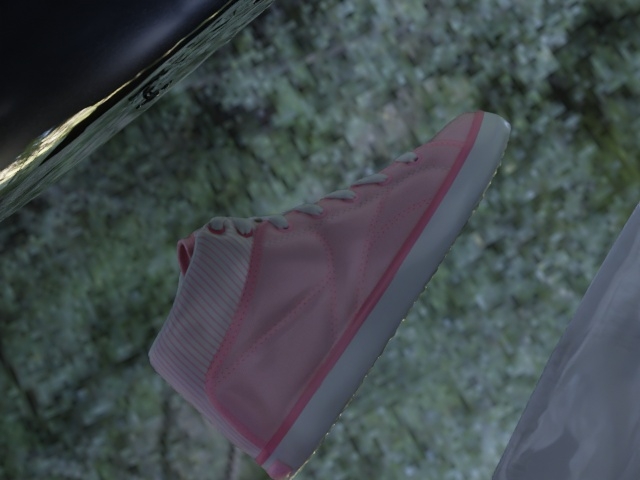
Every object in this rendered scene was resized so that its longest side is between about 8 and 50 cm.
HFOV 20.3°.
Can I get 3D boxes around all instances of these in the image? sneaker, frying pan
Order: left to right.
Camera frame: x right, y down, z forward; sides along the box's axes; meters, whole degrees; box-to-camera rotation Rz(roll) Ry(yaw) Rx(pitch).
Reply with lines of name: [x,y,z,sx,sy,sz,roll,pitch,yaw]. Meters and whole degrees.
frying pan: [-0.102,-0.020,0.450,0.326,0.053,0.197,-42,-175,-13]
sneaker: [0.000,0.000,0.538,0.134,0.070,0.051,-54,176,-19]

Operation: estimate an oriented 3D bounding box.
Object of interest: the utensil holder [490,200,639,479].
utensil holder: [0.271,0.136,0.487,0.327,0.385,0.327,-42,149,-33]
